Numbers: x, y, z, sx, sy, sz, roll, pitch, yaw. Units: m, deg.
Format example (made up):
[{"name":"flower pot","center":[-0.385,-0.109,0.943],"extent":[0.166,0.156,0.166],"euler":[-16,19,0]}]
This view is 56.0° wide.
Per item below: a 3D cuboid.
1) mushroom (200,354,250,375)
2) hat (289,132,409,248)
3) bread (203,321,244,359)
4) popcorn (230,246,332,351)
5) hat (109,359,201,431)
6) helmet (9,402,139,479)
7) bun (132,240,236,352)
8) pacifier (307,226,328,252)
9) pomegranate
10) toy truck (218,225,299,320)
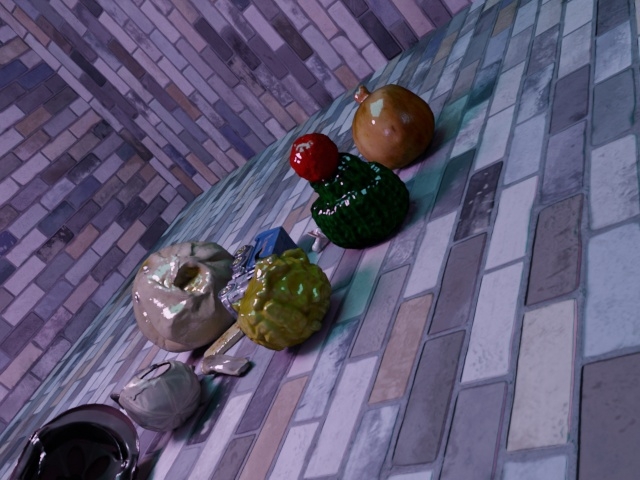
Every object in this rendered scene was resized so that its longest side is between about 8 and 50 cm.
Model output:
[{"name":"mushroom","center":[-0.248,0.331,1.589],"extent":[0.202,0.054,0.059],"euler":[-12,41,47]},{"name":"hat","center":[0.056,-0.153,1.562],"extent":[0.274,0.332,0.242],"euler":[-18,33,47]},{"name":"bread","center":[-0.280,0.298,1.746],"extent":[0.153,0.028,0.068],"euler":[-43,21,8]},{"name":"popcorn","center":[-0.093,0.135,1.424],"extent":[0.249,0.225,0.249],"euler":[-41,22,21]},{"name":"hat","center":[-0.416,0.421,1.570],"extent":[0.232,0.161,0.275],"euler":[-11,-21,-28]},{"name":"helmet","center":[-0.591,0.586,1.454],"extent":[0.338,0.271,0.197],"euler":[-79,8,-56]},{"name":"bun","center":[-0.418,0.158,1.844],"extent":[0.365,0.365,0.219],"euler":[-48,-23,-12]},{"name":"pacifier","center":[0.000,0.000,1.781],"extent":[0.099,0.081,0.078],"euler":[-23,-49,-76]},{"name":"pomegranate","center":[0.201,-0.351,1.788],"extent":[0.229,0.270,0.252],"euler":[-38,11,41]},{"name":"toy truck","center":[-0.170,0.097,1.774],"extent":[0.175,0.146,0.367],"euler":[-31,22,22]}]
